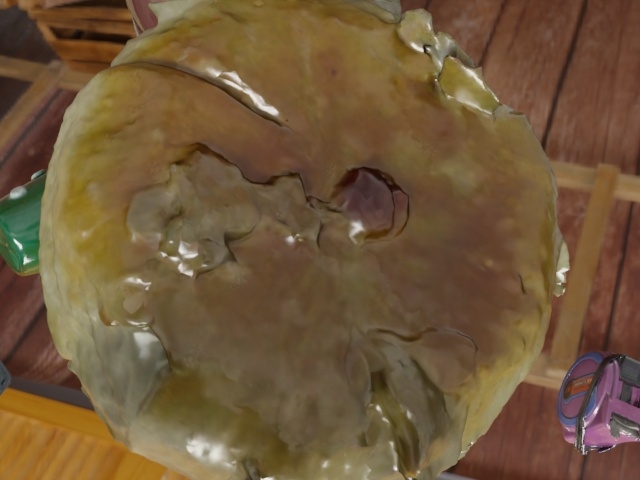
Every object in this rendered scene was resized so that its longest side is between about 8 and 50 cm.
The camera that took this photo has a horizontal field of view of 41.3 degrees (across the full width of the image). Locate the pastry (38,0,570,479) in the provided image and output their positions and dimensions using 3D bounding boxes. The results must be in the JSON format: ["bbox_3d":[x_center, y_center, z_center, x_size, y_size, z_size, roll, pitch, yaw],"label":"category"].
[{"bbox_3d":[-0.005,-0.003,0.391,0.236,0.257,0.121,-31,176,-28],"label":"pastry"}]

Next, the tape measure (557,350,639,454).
[{"bbox_3d":[0.343,0.198,1.032,0.125,0.074,0.118,-68,-172,-26],"label":"tape measure"}]

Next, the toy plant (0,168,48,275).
[{"bbox_3d":[-0.174,-0.046,0.779,0.243,0.233,0.112,-43,125,-50],"label":"toy plant"}]

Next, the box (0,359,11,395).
[{"bbox_3d":[-0.288,0.115,0.653,0.074,0.054,0.099,62,19,-23],"label":"box"}]

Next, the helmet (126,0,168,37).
[{"bbox_3d":[-0.077,-0.175,0.596,0.106,0.155,0.175,-62,153,-77],"label":"helmet"}]
